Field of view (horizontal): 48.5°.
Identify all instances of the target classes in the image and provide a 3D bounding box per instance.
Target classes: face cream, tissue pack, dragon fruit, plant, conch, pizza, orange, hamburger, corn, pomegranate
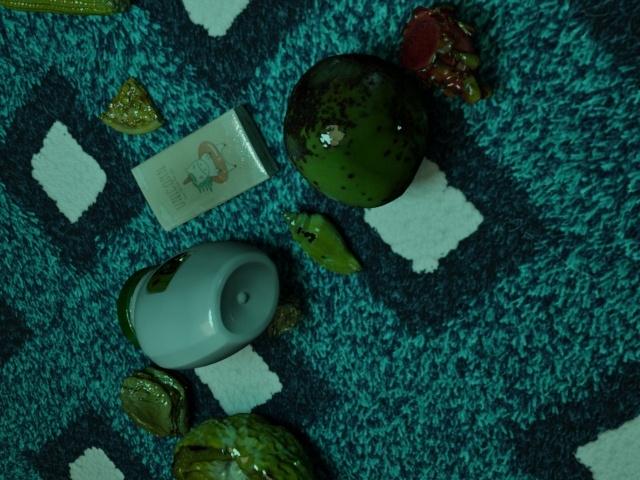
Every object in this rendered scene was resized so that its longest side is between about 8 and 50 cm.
[{"bbox_3d":[-0.266,0.139,1.551,0.357,0.312,0.219,-12,128,46],"label":"face cream"},{"bbox_3d":[-0.262,-0.155,1.574,0.326,0.071,0.170,-23,99,29],"label":"tissue pack"},{"bbox_3d":[0.226,-0.324,1.261,0.208,0.150,0.133,45,150,-3],"label":"dragon fruit"},{"bbox_3d":[-0.100,0.148,1.594,0.122,0.104,0.116,52,125,12],"label":"plant"},{"bbox_3d":[-0.002,0.000,1.514,0.095,0.079,0.200,-25,106,48],"label":"conch"},{"bbox_3d":[-0.430,-0.303,1.616,0.178,0.041,0.130,21,114,17],"label":"pizza"},{"bbox_3d":[-0.158,0.531,1.689,0.369,0.210,0.270,22,139,18],"label":"orange"},{"bbox_3d":[-0.415,0.415,1.837,0.183,0.130,0.206,21,134,19],"label":"hamburger"},{"bbox_3d":[-0.562,-0.553,1.537,0.345,0.131,0.131,12,113,19],"label":"corn"},{"bbox_3d":[0.037,-0.199,1.337,0.341,0.285,0.284,-6,107,54],"label":"pomegranate"}]
